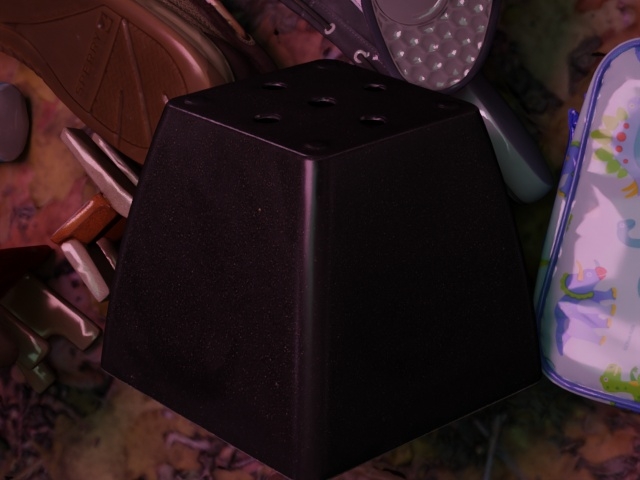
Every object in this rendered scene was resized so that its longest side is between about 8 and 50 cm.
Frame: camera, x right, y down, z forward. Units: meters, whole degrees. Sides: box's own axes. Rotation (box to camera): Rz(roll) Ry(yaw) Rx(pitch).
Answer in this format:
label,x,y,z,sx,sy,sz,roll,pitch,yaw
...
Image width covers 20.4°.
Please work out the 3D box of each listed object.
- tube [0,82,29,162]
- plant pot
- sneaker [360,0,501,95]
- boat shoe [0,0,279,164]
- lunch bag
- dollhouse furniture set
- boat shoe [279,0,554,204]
label,x,y,z,sx,sy,sz,roll,pitch,yaw
tube,-0.301,-0.081,1.211,0.207,0.052,0.080,3,82,21
plant pot,0.000,0.000,0.991,0.188,0.187,0.167,22,121,43
sneaker,0.054,-0.200,1.061,0.086,0.163,0.226,-9,97,1
boat shoe,-0.158,-0.180,1.146,0.342,0.123,0.123,40,126,20
lunch bag,0.220,-0.003,1.036,0.176,0.090,0.219,14,90,16
dollhouse furniture set,-0.226,0.037,1.070,0.262,0.259,0.135,-44,86,6
boat shoe,0.050,-0.097,1.099,0.076,0.080,0.228,-44,76,16
